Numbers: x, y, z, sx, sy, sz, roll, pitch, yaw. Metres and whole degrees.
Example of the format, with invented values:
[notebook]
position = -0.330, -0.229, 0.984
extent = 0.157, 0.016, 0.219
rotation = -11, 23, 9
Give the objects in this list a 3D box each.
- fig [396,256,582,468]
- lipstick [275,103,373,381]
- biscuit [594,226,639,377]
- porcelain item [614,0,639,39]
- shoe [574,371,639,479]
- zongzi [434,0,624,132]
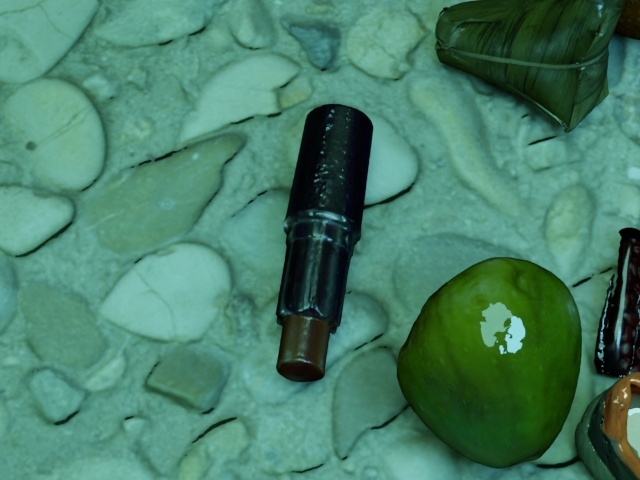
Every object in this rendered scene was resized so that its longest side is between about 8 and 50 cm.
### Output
[fig]
position = 0.163, 0.116, 1.450
extent = 0.181, 0.181, 0.191
rotation = -16, 85, -3
[lipstick]
position = 0.000, 0.000, 1.572
extent = 0.081, 0.081, 0.299
rotation = 6, 63, 8
[biscuit]
position = 0.391, 0.069, 1.514
extent = 0.235, 0.063, 0.151
rotation = 5, 64, 11
[porcelain item]
position = 0.368, -0.340, 1.626
extent = 0.253, 0.253, 0.253
rotation = -2, 64, 4
[shoe]
position = 0.362, 0.239, 1.373
extent = 0.132, 0.171, 0.336
rotation = -33, 65, -11
[zongzi]
position = 0.214, -0.244, 1.610
extent = 0.205, 0.204, 0.094
rotation = 29, 45, 19
